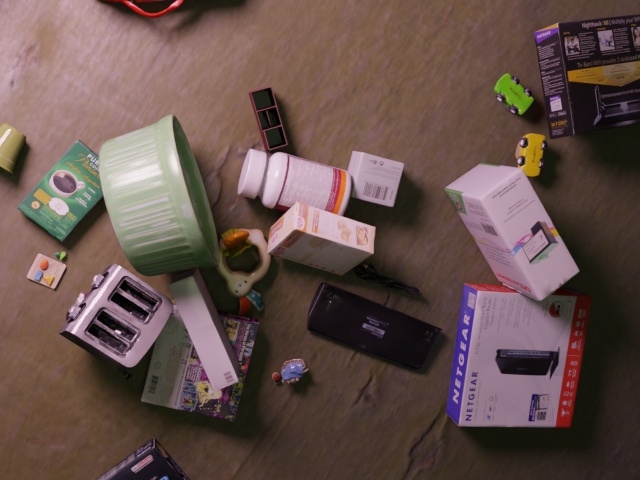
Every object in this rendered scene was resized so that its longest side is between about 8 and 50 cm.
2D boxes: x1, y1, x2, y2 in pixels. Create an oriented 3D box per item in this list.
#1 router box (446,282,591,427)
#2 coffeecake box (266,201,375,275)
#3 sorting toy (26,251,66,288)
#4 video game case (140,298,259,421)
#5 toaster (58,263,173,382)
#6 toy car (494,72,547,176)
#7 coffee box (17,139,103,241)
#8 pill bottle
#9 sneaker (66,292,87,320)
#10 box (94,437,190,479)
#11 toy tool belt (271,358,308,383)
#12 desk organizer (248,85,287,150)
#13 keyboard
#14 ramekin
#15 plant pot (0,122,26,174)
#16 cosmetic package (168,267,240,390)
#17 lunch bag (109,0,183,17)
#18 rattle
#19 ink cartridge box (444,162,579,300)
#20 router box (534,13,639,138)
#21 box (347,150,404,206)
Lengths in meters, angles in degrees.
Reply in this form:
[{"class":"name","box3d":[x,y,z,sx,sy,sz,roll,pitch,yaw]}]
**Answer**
[{"class":"router box","box3d":[0.476,0.281,1.686,0.301,0.082,0.335,3,99,-13]},{"class":"coffeecake box","box3d":[0.000,0.000,1.484,0.186,0.142,0.068,17,61,-22]},{"class":"sorting toy","box3d":[-0.563,0.053,1.448,0.062,0.012,0.083,27,93,-15]},{"class":"video game case","box3d":[-0.262,0.261,1.525,0.210,0.042,0.232,13,96,-6]},{"class":"toaster","box3d":[-0.401,0.163,1.400,0.186,0.110,0.168,37,66,-12]},{"class":"toy car","box3d":[0.479,-0.295,1.604,0.225,0.053,0.239,40,89,-15]},{"class":"coffee box","box3d":[-0.509,-0.101,1.420,0.113,0.040,0.184,40,89,-16]},{"class":"pill bottle","box3d":[-0.055,-0.117,1.478,0.221,0.121,0.121,14,96,-14]},{"class":"sneaker","box3d":[-0.468,0.192,1.469,0.075,0.063,0.170,-41,101,-4]},{"class":"box","box3d":[-0.406,0.574,1.552,0.220,0.051,0.175,-35,105,-5]},{"class":"toy tool belt","box3d":[-0.069,0.301,1.582,0.083,0.051,0.052,-22,103,-8]},{"class":"desk organizer","box3d":[-0.110,-0.258,1.478,0.047,0.050,0.130,-18,103,-9]},{"class":"keyboard","box3d":[0.137,0.166,1.618,0.317,0.033,0.201,23,100,-16]},{"class":"ramekin","box3d":[-0.308,-0.076,1.342,0.148,0.303,0.303,-16,103,-2]},{"class":"plant pot","box3d":[-0.620,-0.184,1.368,0.083,0.083,0.079,32,78,-16]},{"class":"cosmetic package","box3d":[-0.239,0.182,1.445,0.060,0.099,0.239,-22,98,1]},{"class":"lunch bag","box3d":[-0.323,-0.563,1.342,0.293,0.120,0.258,-6,101,-12]},{"class":"rattle","box3d":[-0.157,0.076,1.483,0.130,0.143,0.199,0,94,-27]},{"class":"ink cartridge box","box3d":[0.424,-0.024,1.560,0.117,0.201,0.278,-35,105,-5]},{"class":"router box","box3d":[0.641,-0.372,1.571,0.309,0.081,0.242,-12,95,-22]},{"class":"box","box3d":[0.114,-0.136,1.530,0.101,0.087,0.102,13,96,-15]}]
